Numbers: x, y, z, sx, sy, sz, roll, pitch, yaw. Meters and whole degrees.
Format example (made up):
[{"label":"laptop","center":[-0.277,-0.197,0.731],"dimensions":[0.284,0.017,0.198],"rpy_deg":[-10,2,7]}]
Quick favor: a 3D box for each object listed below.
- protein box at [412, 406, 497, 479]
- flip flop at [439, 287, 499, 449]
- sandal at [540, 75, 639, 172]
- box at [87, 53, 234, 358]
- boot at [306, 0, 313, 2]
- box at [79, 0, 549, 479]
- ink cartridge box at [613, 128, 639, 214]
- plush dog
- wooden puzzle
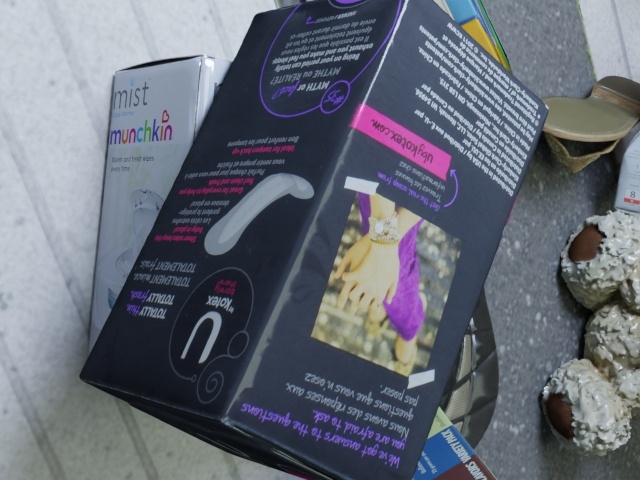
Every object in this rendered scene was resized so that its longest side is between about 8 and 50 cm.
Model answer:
[{"label":"protein box","center":[0.073,0.282,0.851],"dimensions":[0.201,0.136,0.199],"rpy_deg":[-33,116,-3]},{"label":"flip flop","center":[0.093,0.075,0.957],"dimensions":[0.112,0.080,0.277],"rpy_deg":[8,73,-33]},{"label":"sandal","center":[0.280,-0.109,1.106],"dimensions":[0.240,0.088,0.079],"rpy_deg":[-27,141,-50]},{"label":"box","center":[-0.027,-0.003,0.811],"dimensions":[0.262,0.127,0.231],"rpy_deg":[5,88,-41]},{"label":"boot","center":[0.028,-0.235,0.897],"dimensions":[0.086,0.069,0.190],"rpy_deg":[-27,117,-44]},{"label":"box","center":[0.000,0.000,0.645],"dimensions":[0.143,0.165,0.270],"rpy_deg":[35,71,-34]},{"label":"ink cartridge box","center":[0.365,-0.136,1.142],"dimensions":[0.145,0.045,0.179],"rpy_deg":[-42,136,-49]},{"label":"plush dog","center":[0.384,0.111,1.104],"dimensions":[0.211,0.225,0.262],"rpy_deg":[16,81,-40]},{"label":"wooden puzzle","center":[0.128,-0.189,0.920],"dimensions":[0.221,0.044,0.238],"rpy_deg":[58,22,-26]}]
